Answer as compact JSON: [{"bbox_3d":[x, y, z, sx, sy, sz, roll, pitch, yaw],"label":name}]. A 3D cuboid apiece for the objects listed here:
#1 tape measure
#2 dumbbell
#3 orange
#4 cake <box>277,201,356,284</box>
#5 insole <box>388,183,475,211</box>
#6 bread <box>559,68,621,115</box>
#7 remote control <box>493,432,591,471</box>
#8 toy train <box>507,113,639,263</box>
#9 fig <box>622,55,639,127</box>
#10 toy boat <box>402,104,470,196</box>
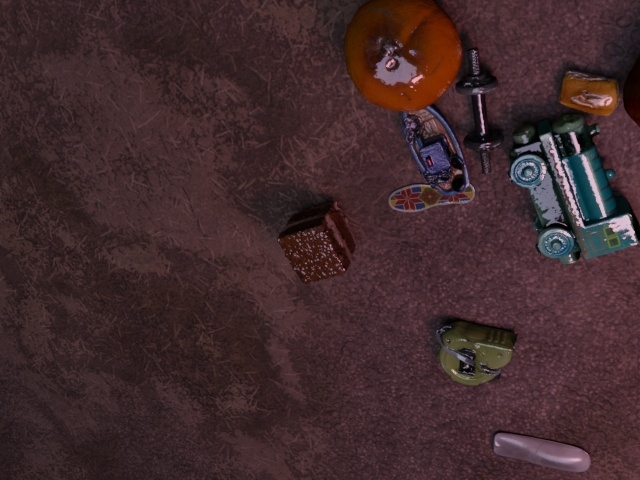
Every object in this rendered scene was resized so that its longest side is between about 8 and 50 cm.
[{"bbox_3d":[0.347,0.261,1.774,0.178,0.087,0.154,14,124,16],"label":"tape measure"},{"bbox_3d":[0.308,-0.247,1.498,0.082,0.081,0.253,-1,118,22],"label":"dumbbell"},{"bbox_3d":[0.151,-0.349,1.434,0.224,0.170,0.224,4,103,16],"label":"orange"},{"bbox_3d":[0.000,0.000,1.723,0.135,0.147,0.135,-14,113,30],"label":"cake"},{"bbox_3d":[0.236,-0.094,1.660,0.194,0.006,0.065,-5,117,25],"label":"insole"},{"bbox_3d":[0.496,-0.270,1.426,0.106,0.053,0.072,18,120,18],"label":"bread"},{"bbox_3d":[0.534,0.520,1.876,0.229,0.044,0.073,8,124,17],"label":"remote control"},{"bbox_3d":[0.483,-0.100,1.497,0.194,0.120,0.298,-19,110,22],"label":"toy train"},{"bbox_3d":[0.661,-0.230,1.299,0.290,0.190,0.190,34,126,10],"label":"fig"},{"bbox_3d":[0.224,-0.188,1.556,0.100,0.097,0.223,-22,110,27],"label":"toy boat"}]
